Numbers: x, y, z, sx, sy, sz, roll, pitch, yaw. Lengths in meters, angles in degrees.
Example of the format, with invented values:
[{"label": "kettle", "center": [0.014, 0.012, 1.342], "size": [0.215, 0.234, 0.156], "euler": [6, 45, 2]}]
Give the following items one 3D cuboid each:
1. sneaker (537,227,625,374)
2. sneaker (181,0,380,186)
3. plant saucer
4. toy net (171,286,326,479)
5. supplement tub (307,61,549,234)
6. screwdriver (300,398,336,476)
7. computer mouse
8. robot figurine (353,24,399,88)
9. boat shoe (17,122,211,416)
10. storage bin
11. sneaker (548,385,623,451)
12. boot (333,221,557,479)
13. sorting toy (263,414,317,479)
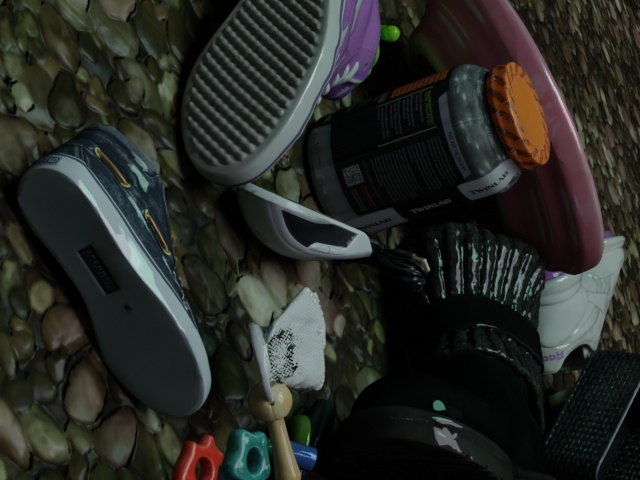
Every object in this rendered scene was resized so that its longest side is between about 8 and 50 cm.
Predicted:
[{"label": "sneaker", "center": [0.294, 0.069, 1.450], "size": [0.305, 0.114, 0.152], "euler": [-25, 110, -59]}, {"label": "sneaker", "center": [-0.011, -0.133, 0.963], "size": [0.161, 0.102, 0.282], "euler": [65, 41, -53]}, {"label": "plant saucer", "center": [0.176, -0.109, 1.217], "size": [0.332, 0.084, 0.332], "euler": [156, -90, -89]}, {"label": "toy net", "center": [-0.055, 0.124, 0.757], "size": [0.122, 0.045, 0.232], "euler": [50, 45, -43]}, {"label": "supplement tub", "center": [0.094, -0.081, 1.044], "size": [0.117, 0.190, 0.117], "euler": [38, 44, -48]}, {"label": "screwdriver", "center": [-0.022, 0.181, 0.872], "size": [0.024, 0.025, 0.170], "euler": [58, 39, -27]}, {"label": "computer mouse", "center": [0.000, 0.000, 0.959], "size": [0.193, 0.106, 0.042], "euler": [22, 94, -44]}, {"label": "robot figurine", "center": [0.020, -0.197, 1.109], "size": [0.101, 0.067, 0.115], "euler": [12, 61, -26]}, {"label": "boat shoe", "center": [-0.110, 0.016, 0.744], "size": [0.183, 0.065, 0.083], "euler": [63, 27, -18]}, {"label": "storage bin", "center": [0.334, 0.224, 1.351], "size": [0.122, 0.084, 0.180], "euler": [51, 59, -29]}, {"label": "sneaker", "center": [0.320, 0.226, 1.430], "size": [0.152, 0.058, 0.085], "euler": [36, 35, -59]}, {"label": "boot", "center": [0.110, 0.096, 1.031], "size": [0.348, 0.131, 0.260], "euler": [40, 46, -60]}, {"label": "sorting toy", "center": [-0.034, 0.158, 0.830], "size": [0.042, 0.061, 0.102], "euler": [20, 41, -15]}]
